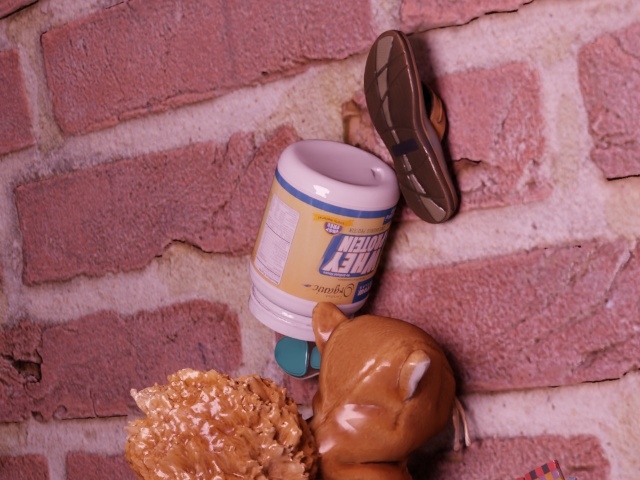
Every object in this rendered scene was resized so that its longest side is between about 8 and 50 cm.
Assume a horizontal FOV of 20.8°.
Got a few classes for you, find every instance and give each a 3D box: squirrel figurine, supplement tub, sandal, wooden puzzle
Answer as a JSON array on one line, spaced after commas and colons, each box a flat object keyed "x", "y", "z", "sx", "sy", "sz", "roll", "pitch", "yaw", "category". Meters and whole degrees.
[{"x": -0.012, "y": 0.254, "z": 1.870, "sx": 0.281, "sy": 0.397, "sz": 0.370, "roll": 33, "pitch": 106, "yaw": 51, "category": "squirrel figurine"}, {"x": 0.000, "y": 0.000, "z": 1.993, "sx": 0.144, "sy": 0.144, "sz": 0.199, "roll": 37, "pitch": 122, "yaw": 38, "category": "supplement tub"}, {"x": 0.110, "y": -0.128, "z": 1.925, "sx": 0.090, "sy": 0.060, "sz": 0.219, "roll": -16, "pitch": 98, "yaw": 54, "category": "sandal"}, {"x": 0.243, "y": 0.266, "z": 1.862, "sx": 0.083, "sy": 0.006, "sz": 0.049, "roll": -36, "pitch": 69, "yaw": 44, "category": "wooden puzzle"}]

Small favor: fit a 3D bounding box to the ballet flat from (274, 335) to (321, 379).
[{"x": 0.004, "y": 0.142, "z": 2.073, "sx": 0.168, "sy": 0.052, "sz": 0.057, "roll": 3, "pitch": 82, "yaw": 60, "category": "ballet flat"}]
